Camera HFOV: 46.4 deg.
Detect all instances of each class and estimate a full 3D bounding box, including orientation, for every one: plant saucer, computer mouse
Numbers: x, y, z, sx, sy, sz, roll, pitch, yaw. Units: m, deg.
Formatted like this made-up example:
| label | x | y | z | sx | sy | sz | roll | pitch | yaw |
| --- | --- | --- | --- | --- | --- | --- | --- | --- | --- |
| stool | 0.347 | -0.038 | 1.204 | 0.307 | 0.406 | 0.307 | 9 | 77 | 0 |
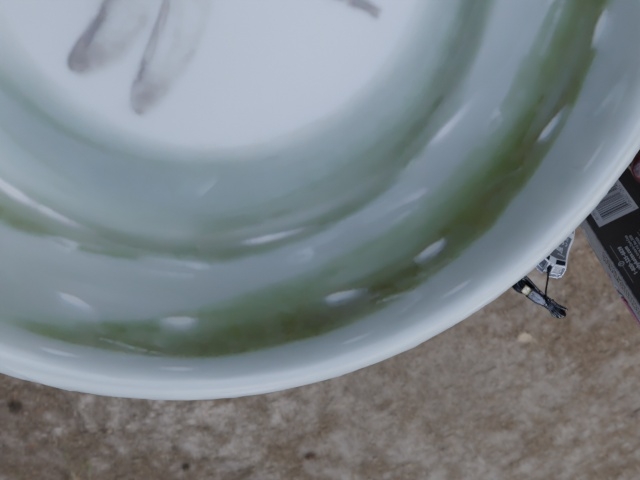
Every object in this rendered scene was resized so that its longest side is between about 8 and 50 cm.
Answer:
| label | x | y | z | sx | sy | sz | roll | pitch | yaw |
| --- | --- | --- | --- | --- | --- | --- | --- | --- | --- |
| plant saucer | -0.041 | -0.116 | 0.299 | 0.401 | 0.100 | 0.400 | -6 | 122 | -9 |
| computer mouse | 0.380 | 0.028 | 1.247 | 0.106 | 0.193 | 0.042 | 28 | 153 | -12 |

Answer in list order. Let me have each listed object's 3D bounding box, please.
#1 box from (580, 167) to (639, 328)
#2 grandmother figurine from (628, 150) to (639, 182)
| label | x | y | z | sx | sy | sz | roll | pitch | yaw |
| --- | --- | --- | --- | --- | --- | --- | --- | --- | --- |
| box | 0.400 | 0.029 | 0.800 | 0.163 | 0.247 | 0.142 | -28 | 128 | 15 |
| grandmother figurine | 0.301 | -0.089 | 0.528 | 0.208 | 0.342 | 0.104 | -29 | 109 | -24 |
